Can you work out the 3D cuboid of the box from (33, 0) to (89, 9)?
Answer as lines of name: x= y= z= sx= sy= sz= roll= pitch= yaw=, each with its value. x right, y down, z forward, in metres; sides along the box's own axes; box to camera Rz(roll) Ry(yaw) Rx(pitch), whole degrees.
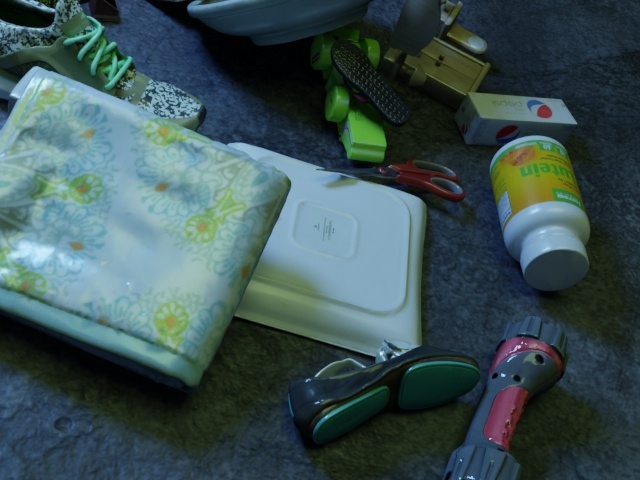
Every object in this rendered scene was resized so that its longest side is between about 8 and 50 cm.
box: x=-0.544 y=-0.468 z=1.565 sx=0.216 sy=0.060 sz=0.270 roll=-26 pitch=62 yaw=-27

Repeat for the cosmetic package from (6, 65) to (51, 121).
cosmetic package: x=-0.325 y=-0.143 z=1.340 sx=0.231 sy=0.117 sz=0.085 roll=23 pitch=45 yaw=-3

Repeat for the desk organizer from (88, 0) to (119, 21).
desk organizer: x=-0.385 y=-0.445 z=1.646 sx=0.047 sy=0.050 sz=0.130 roll=-2 pitch=50 yaw=-25

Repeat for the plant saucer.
plant saucer: x=-0.031 y=-0.421 z=1.654 sx=0.401 sy=0.100 sz=0.400 roll=-13 pitch=20 yaw=5

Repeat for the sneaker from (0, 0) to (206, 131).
sneaker: x=-0.361 y=-0.271 z=1.396 sx=0.410 sy=0.182 sz=0.158 roll=20 pitch=44 yaw=-6

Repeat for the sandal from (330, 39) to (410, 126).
sandal: x=0.074 y=-0.254 z=1.553 sx=0.067 sy=0.040 sz=0.179 roll=-39 pitch=89 yaw=-34

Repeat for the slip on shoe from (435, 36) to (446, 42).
slip on shoe: x=0.230 y=-0.429 z=1.908 sx=0.051 sy=0.041 sz=0.135 roll=9 pitch=46 yaw=-16

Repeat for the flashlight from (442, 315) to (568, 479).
flashlight: x=0.256 y=0.232 z=1.251 sx=0.103 sy=0.103 sz=0.304 roll=30 pitch=43 yaw=2

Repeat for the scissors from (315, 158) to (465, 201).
scissors: x=0.110 y=-0.113 z=1.538 sx=0.297 sy=0.021 sz=0.109 roll=8 pitch=35 yaw=-26

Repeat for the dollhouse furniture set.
dollhouse furniture set: x=0.265 y=-0.420 z=1.674 sx=0.174 sy=0.355 sz=0.303 roll=29 pitch=55 yaw=4

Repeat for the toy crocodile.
toy crocodile: x=0.051 y=-0.264 z=1.642 sx=0.115 sy=0.105 sz=0.340 roll=2 pitch=52 yaw=-21

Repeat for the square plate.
square plate: x=0.000 y=0.000 z=1.396 sx=0.344 sy=0.049 sz=0.347 roll=17 pitch=44 yaw=-9

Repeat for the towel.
towel: x=-0.263 y=-0.020 z=1.188 sx=0.375 sy=0.090 sz=0.320 roll=24 pitch=69 yaw=-1

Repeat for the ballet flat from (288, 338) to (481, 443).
ballet flat: x=0.081 y=0.180 z=1.234 sx=0.281 sy=0.095 sz=0.096 roll=-10 pitch=42 yaw=-31

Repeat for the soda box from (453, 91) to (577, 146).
soda box: x=0.364 y=-0.223 z=1.752 sx=0.216 sy=0.069 sz=0.074 roll=1 pitch=49 yaw=-24

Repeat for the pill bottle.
pill bottle: x=0.360 y=-0.043 z=1.530 sx=0.136 sy=0.136 sz=0.245 roll=11 pitch=46 yaw=-14
